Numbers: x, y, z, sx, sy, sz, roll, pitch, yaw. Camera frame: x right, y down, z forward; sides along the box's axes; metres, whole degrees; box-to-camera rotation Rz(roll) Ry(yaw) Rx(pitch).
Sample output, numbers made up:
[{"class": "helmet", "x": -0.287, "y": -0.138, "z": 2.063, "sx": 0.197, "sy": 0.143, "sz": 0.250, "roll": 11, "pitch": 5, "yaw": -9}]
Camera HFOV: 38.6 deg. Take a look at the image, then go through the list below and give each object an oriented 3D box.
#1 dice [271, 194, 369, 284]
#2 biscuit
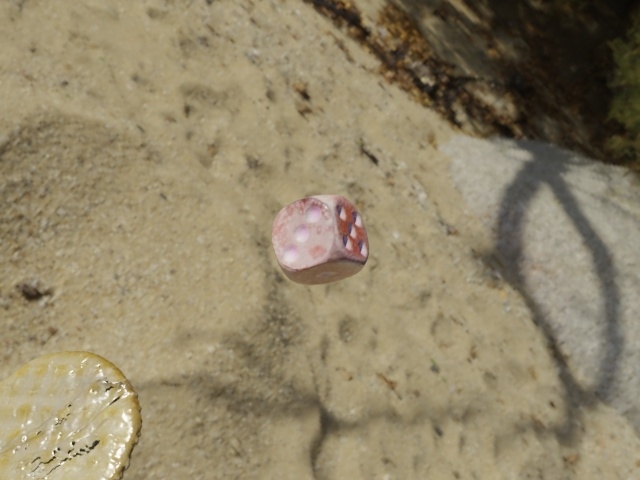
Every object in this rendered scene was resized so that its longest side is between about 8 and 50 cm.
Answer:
[{"class": "dice", "x": 0.000, "y": 0.000, "z": 1.131, "sx": 0.094, "sy": 0.093, "sz": 0.091, "roll": 24, "pitch": 52, "yaw": -58}, {"class": "biscuit", "x": -0.276, "y": 0.201, "z": 0.907, "sx": 0.033, "sy": 0.219, "sz": 0.220, "roll": 60, "pitch": 5, "yaw": -46}]
